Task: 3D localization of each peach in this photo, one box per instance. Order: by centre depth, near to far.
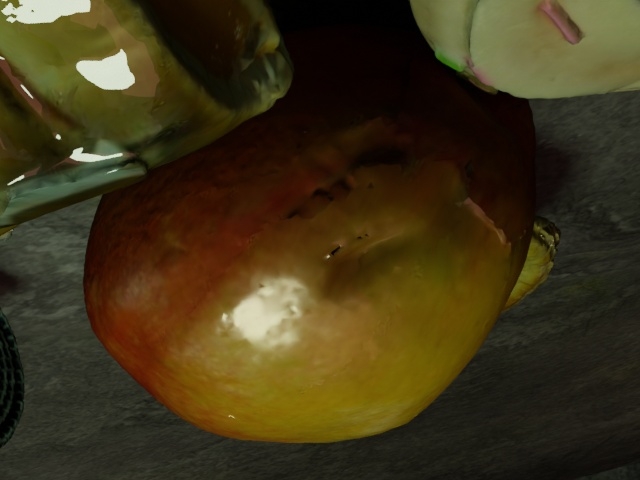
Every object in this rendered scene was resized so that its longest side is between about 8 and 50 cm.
[{"bbox_3d":[0.000,-0.002,1.229,0.373,0.289,0.372,-13,159,-5],"label":"peach"}]

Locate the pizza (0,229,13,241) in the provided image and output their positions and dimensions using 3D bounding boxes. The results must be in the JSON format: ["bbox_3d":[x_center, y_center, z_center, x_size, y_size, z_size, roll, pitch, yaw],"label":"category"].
[{"bbox_3d":[-0.289,-0.036,1.257,0.194,0.069,0.154,-26,157,7],"label":"pizza"}]

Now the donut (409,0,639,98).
[{"bbox_3d":[0.217,-0.211,1.065,0.371,0.150,0.307,-3,154,-28],"label":"donut"}]

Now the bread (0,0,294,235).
[{"bbox_3d":[-0.206,-0.107,0.952,0.341,0.210,0.300,-18,156,7],"label":"bread"}]

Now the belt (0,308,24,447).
[{"bbox_3d":[-0.367,0.110,1.367,0.150,0.207,0.257,-26,173,22],"label":"belt"}]

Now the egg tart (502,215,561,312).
[{"bbox_3d":[0.073,0.014,1.563,0.315,0.120,0.315,-13,160,-5],"label":"egg tart"}]
